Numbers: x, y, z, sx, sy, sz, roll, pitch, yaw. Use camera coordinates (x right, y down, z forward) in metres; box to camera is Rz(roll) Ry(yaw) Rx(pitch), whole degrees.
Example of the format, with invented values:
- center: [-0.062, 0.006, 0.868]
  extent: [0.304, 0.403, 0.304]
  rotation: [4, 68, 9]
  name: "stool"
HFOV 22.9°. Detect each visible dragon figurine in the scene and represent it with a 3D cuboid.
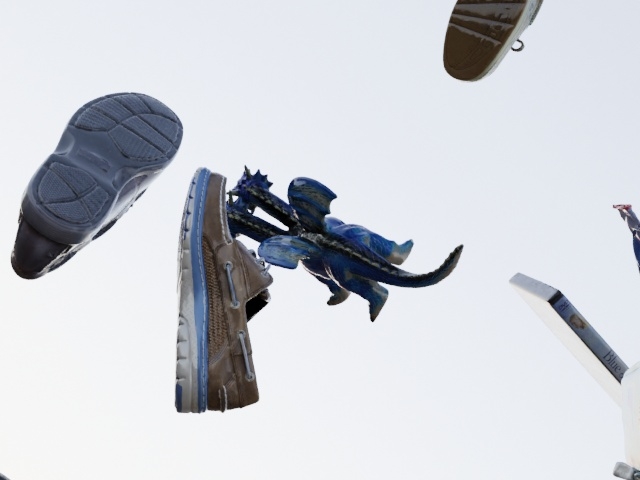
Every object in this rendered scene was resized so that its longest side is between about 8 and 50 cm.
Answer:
- center: [0.000, 0.000, 1.413]
  extent: [0.144, 0.085, 0.289]
  rotation: [31, -7, -26]
  name: "dragon figurine"

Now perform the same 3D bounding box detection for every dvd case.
- center: [0.329, 0.142, 1.855]
  extent: [0.253, 0.022, 0.180]
  rotation: [47, -2, -10]
  name: "dvd case"

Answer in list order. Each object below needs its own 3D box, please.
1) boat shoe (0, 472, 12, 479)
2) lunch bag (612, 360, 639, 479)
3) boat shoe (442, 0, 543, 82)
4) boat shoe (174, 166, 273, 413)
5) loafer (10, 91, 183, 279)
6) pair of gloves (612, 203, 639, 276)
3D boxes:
- center: [-0.308, 0.356, 1.776]
  extent: [0.324, 0.122, 0.120]
  rotation: [42, -18, -12]
  name: "boat shoe"
- center: [0.331, 0.130, 1.020]
  extent: [0.279, 0.107, 0.224]
  rotation: [2, -7, 3]
  name: "lunch bag"
- center: [0.258, -0.327, 2.116]
  extent: [0.105, 0.285, 0.089]
  rotation: [23, -9, 35]
  name: "boat shoe"
- center: [-0.068, 0.036, 1.119]
  extent: [0.066, 0.183, 0.066]
  rotation: [3, -20, -8]
  name: "boat shoe"
- center: [-0.235, -0.060, 1.611]
  extent: [0.109, 0.302, 0.095]
  rotation: [35, -59, -2]
  name: "loafer"
- center: [0.429, 0.020, 1.995]
  extent: [0.159, 0.023, 0.198]
  rotation: [62, -8, -4]
  name: "pair of gloves"
